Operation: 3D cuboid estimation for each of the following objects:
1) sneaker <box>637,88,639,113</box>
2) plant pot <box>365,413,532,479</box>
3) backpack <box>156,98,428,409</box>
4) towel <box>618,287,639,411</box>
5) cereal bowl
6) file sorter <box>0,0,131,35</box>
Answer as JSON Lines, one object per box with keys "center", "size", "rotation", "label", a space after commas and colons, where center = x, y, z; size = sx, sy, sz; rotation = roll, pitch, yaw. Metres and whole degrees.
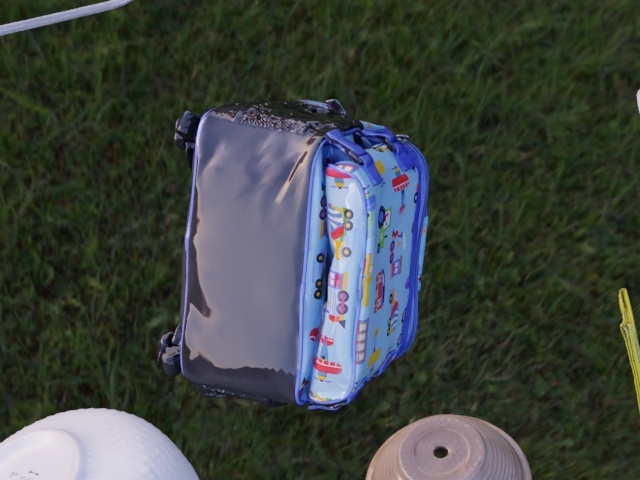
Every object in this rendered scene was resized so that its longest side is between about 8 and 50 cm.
{"center": [0.276, -0.090, 0.804], "size": [0.094, 0.091, 0.258], "rotation": [58, 29, -5], "label": "sneaker"}
{"center": [0.172, 0.324, 1.693], "size": [0.237, 0.109, 0.237], "rotation": [-8, 46, 8], "label": "plant pot"}
{"center": [0.000, 0.000, 0.669], "size": [0.117, 0.173, 0.158], "rotation": [10, 102, 21], "label": "backpack"}
{"center": [0.400, 0.186, 1.532], "size": [0.021, 0.102, 0.237], "rotation": [-11, 111, 11], "label": "towel"}
{"center": [-0.313, 0.322, 1.411], "size": [0.339, 0.141, 0.339], "rotation": [-17, 37, 13], "label": "cereal bowl"}
{"center": [-0.235, -0.318, 0.930], "size": [0.193, 0.173, 0.277], "rotation": [-25, 79, -43], "label": "file sorter"}
